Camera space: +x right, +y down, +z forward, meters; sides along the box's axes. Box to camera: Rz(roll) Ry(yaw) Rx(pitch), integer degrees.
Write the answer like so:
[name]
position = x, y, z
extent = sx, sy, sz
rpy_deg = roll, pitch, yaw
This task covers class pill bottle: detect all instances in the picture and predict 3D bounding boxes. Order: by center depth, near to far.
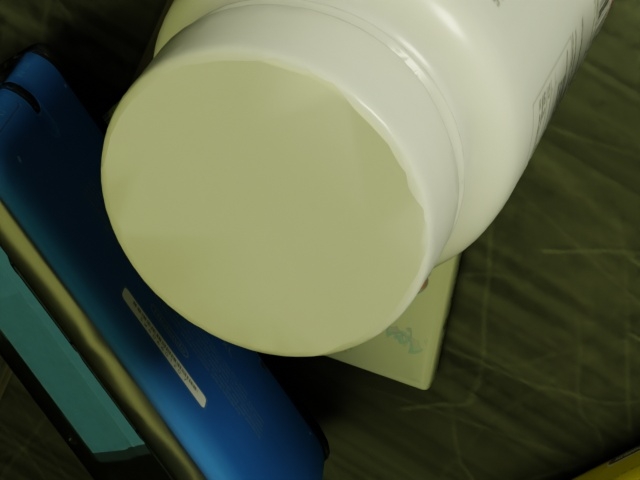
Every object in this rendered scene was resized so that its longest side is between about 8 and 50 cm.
[pill bottle]
position = 0.025, -0.082, 0.827
extent = 0.160, 0.283, 0.160
rpy_deg = 11, 123, 17

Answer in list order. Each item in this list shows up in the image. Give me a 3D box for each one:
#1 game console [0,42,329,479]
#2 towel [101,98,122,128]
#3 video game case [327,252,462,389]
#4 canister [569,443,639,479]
[game console]
position = -0.142, 0.062, 1.048
extent = 0.173, 0.250, 0.293
rpy_deg = -31, 106, 15
[towel]
position = -0.107, -0.043, 1.068
extent = 0.060, 0.009, 0.083
rpy_deg = 46, 139, -4
[video game case]
position = 0.000, 0.000, 1.054
extent = 0.157, 0.019, 0.143
rpy_deg = 18, 125, 13
[canister]
position = 0.184, 0.174, 1.054
extent = 0.170, 0.073, 0.126
rpy_deg = -33, 104, 34
